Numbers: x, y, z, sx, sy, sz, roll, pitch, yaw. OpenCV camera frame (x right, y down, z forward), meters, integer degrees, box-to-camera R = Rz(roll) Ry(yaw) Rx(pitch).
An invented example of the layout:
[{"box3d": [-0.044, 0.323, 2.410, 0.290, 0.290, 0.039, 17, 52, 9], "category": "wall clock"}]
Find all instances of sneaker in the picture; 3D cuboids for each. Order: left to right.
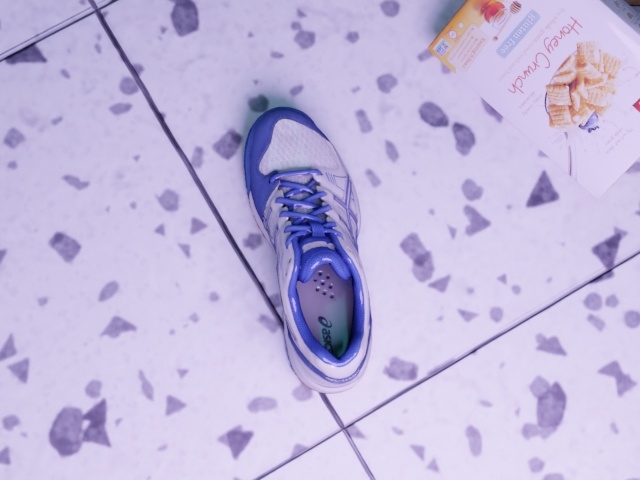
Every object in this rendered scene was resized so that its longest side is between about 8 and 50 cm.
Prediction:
[{"box3d": [0.000, 0.000, 1.724, 0.112, 0.131, 0.296, -14, 81, -8], "category": "sneaker"}]

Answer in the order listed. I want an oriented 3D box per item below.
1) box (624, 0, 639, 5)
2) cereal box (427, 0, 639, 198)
[{"box3d": [0.392, -0.335, 1.815, 0.290, 0.087, 0.169, 3, 69, 3], "category": "box"}, {"box3d": [0.251, -0.180, 1.774, 0.240, 0.173, 0.047, 41, 35, 2], "category": "cereal box"}]
